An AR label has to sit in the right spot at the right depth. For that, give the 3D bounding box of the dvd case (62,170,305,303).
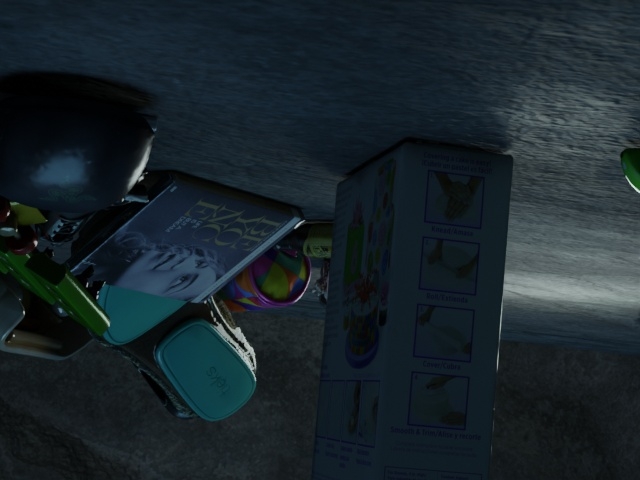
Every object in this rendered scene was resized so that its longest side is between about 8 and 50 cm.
[{"bbox_3d":[-0.138,0.003,1.448,0.164,0.018,0.221,-39,153,23],"label":"dvd case"}]

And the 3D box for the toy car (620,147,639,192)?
[{"bbox_3d":[0.321,-0.035,0.969,0.225,0.053,0.239,3,173,20],"label":"toy car"}]

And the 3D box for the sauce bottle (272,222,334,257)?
[{"bbox_3d":[0.000,0.000,1.598,0.128,0.042,0.042,0,171,40],"label":"sauce bottle"}]

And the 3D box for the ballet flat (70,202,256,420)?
[{"bbox_3d":[-0.208,0.064,1.683,0.182,0.164,0.482,48,171,30],"label":"ballet flat"}]

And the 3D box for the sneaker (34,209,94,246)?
[{"bbox_3d":[-0.274,-0.024,1.524,0.061,0.064,0.158,9,173,-24],"label":"sneaker"}]

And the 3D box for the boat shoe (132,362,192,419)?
[{"bbox_3d":[-0.238,0.136,2.038,0.127,0.113,0.340,-9,-145,-31],"label":"boat shoe"}]

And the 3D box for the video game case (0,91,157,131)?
[{"bbox_3d":[-0.197,-0.094,1.092,0.122,0.011,0.087,8,173,-20],"label":"video game case"}]

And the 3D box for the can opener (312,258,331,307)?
[{"bbox_3d":[0.038,0.070,2.019,0.093,0.074,0.280,5,174,2],"label":"can opener"}]

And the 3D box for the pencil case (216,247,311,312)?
[{"bbox_3d":[-0.108,0.041,1.819,0.104,0.104,0.236,10,172,-32],"label":"pencil case"}]

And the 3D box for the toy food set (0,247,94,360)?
[{"bbox_3d":[-0.364,0.022,1.594,0.219,0.092,0.306,48,179,10],"label":"toy food set"}]

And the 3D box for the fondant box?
[{"bbox_3d":[0.067,0.101,1.156,0.096,0.330,0.238,5,173,-11],"label":"fondant box"}]

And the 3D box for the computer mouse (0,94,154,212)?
[{"bbox_3d":[-0.204,-0.054,1.078,0.189,0.072,0.272,9,173,-19],"label":"computer mouse"}]

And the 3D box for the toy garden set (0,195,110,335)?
[{"bbox_3d":[-0.310,-0.027,1.287,0.244,0.049,0.204,29,163,27],"label":"toy garden set"}]
